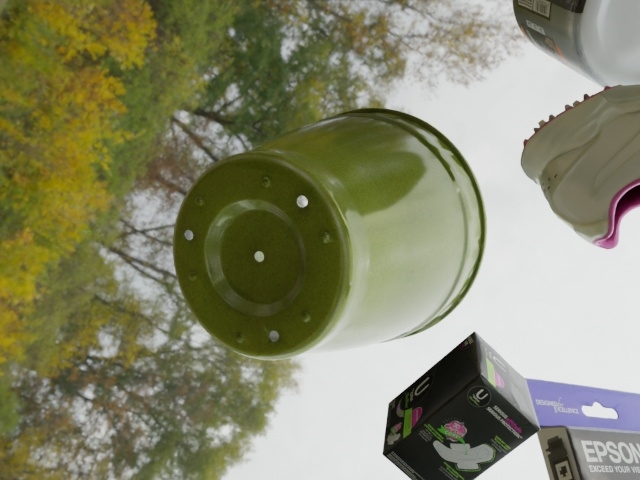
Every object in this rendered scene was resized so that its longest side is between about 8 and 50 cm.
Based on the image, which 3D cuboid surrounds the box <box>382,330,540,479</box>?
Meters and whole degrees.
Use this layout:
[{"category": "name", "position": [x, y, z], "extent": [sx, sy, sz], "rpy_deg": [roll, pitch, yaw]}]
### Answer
[{"category": "box", "position": [0.088, 0.112, 0.423], "extent": [0.083, 0.052, 0.062], "rpy_deg": [-45, -174, 19]}]

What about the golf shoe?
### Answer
[{"category": "golf shoe", "position": [0.338, -0.104, 0.582], "extent": [0.306, 0.115, 0.140], "rpy_deg": [-33, -122, 25]}]

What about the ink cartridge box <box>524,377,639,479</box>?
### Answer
[{"category": "ink cartridge box", "position": [0.293, 0.226, 0.604], "extent": [0.045, 0.206, 0.208], "rpy_deg": [-46, -138, 44]}]

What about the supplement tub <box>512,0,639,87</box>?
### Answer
[{"category": "supplement tub", "position": [0.400, -0.344, 0.934], "extent": [0.207, 0.207, 0.338], "rpy_deg": [-51, -162, 21]}]

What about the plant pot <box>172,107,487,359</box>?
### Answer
[{"category": "plant pot", "position": [0.000, 0.000, 0.888], "extent": [0.366, 0.366, 0.353], "rpy_deg": [-50, 165, 24]}]
